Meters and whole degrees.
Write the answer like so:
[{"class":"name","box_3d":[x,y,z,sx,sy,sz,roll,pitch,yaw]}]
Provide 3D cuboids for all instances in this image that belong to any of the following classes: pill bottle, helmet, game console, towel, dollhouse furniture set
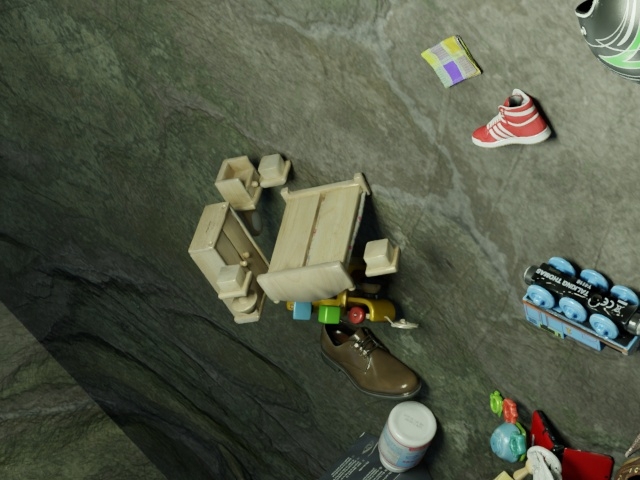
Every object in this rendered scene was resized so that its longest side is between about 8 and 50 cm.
[{"class":"pill bottle","box_3d":[0.152,0.359,2.382,0.087,0.087,0.160,41,152,16]},{"class":"helmet","box_3d":[0.338,-0.227,1.286,0.169,0.169,0.161,34,133,27]},{"class":"game console","box_3d":[0.392,0.342,2.090,0.144,0.085,0.124,86,166,-48]},{"class":"towel","box_3d":[0.168,-0.229,1.696,0.060,0.009,0.083,54,152,-12]},{"class":"dollhouse furniture set","box_3d":[0.000,0.000,2.071,0.356,0.303,0.174,-9,134,25]}]

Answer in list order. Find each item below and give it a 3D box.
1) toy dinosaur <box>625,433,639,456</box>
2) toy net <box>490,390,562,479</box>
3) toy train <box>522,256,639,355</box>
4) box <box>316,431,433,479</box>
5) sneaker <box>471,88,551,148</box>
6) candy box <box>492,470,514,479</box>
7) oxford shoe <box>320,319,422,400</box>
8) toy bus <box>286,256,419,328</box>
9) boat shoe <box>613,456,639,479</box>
[{"class":"toy dinosaur","box_3d":[0.494,0.173,1.519,0.200,0.296,0.127,89,176,-48]},{"class":"toy net","box_3d":[0.326,0.321,2.058,0.232,0.045,0.122,-141,51,-67]},{"class":"toy train","box_3d":[0.354,0.092,1.765,0.184,0.080,0.105,26,154,33]},{"class":"box","box_3d":[0.102,0.465,2.514,0.158,0.156,0.093,13,137,49]},{"class":"sneaker","box_3d":[0.230,-0.154,1.665,0.118,0.042,0.067,-1,129,47]},{"class":"candy box","box_3d":[0.380,0.562,2.305,0.316,0.087,0.183,45,153,9]},{"class":"oxford shoe","box_3d":[0.080,0.205,2.301,0.227,0.083,0.096,27,141,35]},{"class":"toy bus","box_3d":[0.045,0.078,2.157,0.191,0.202,0.104,-169,83,-76]},{"class":"boat shoe","box_3d":[0.470,0.356,1.932,0.073,0.073,0.207,38,152,13]}]
